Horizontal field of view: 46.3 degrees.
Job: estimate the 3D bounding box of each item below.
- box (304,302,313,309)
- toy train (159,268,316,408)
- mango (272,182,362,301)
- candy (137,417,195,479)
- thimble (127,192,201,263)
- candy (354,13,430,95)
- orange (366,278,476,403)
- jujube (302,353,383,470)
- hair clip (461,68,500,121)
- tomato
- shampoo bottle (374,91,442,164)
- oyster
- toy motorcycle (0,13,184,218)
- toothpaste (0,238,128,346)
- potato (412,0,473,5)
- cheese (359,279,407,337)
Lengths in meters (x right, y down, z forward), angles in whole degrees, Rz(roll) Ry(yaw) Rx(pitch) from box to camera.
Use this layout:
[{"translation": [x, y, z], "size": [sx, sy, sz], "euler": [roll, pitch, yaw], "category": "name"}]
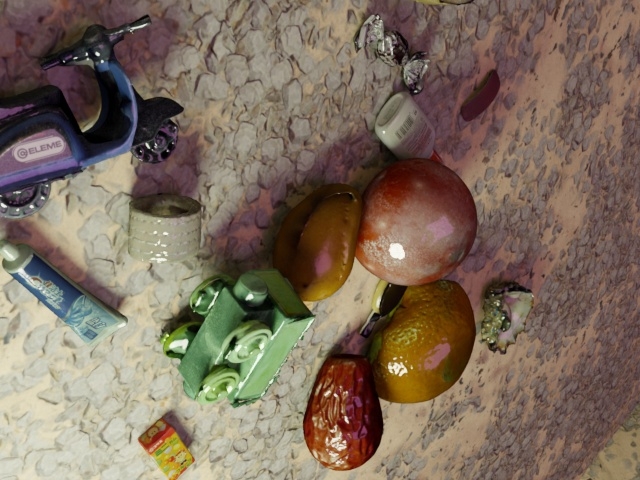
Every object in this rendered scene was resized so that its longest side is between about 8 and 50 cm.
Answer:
[{"translation": [-0.051, 0.123, 1.519], "size": [0.093, 0.015, 0.058], "euler": [-14, 119, -41], "category": "box"}, {"translation": [-0.147, 0.172, 1.315], "size": [0.188, 0.159, 0.272], "euler": [-2, 132, -48], "category": "toy train"}, {"translation": [0.000, 0.000, 1.416], "size": [0.166, 0.136, 0.236], "euler": [38, 77, -45], "category": "mango"}, {"translation": [-0.289, 0.396, 1.409], "size": [0.062, 0.038, 0.122], "euler": [-41, 135, -22], "category": "candy"}, {"translation": [-0.246, -0.017, 1.183], "size": [0.115, 0.102, 0.090], "euler": [1, 114, -14], "category": "thimble"}, {"translation": [0.144, -0.354, 1.432], "size": [0.226, 0.051, 0.094], "euler": [29, 92, -49], "category": "candy"}, {"translation": [0.260, 0.257, 1.808], "size": [0.334, 0.196, 0.263], "euler": [-50, 152, -24], "category": "orange"}, {"translation": [0.052, 0.378, 1.662], "size": [0.190, 0.190, 0.255], "euler": [-5, 98, -44], "category": "jujube"}, {"translation": [0.369, -0.327, 1.697], "size": [0.137, 0.022, 0.054], "euler": [-50, 135, -14], "category": "hair clip"}, {"translation": [0.197, -0.031, 1.524], "size": [0.270, 0.227, 0.270], "euler": [-27, 138, -27], "category": "tomato"}, {"translation": [0.193, -0.211, 1.559], "size": [0.108, 0.051, 0.221], "euler": [-57, 139, -5], "category": "shampoo bottle"}, {"translation": [0.520, 0.211, 2.100], "size": [0.198, 0.092, 0.260], "euler": [-53, 147, -10], "category": "oyster"}, {"translation": [-0.343, -0.166, 0.984], "size": [0.358, 0.125, 0.213], "euler": [-24, 124, -33], "category": "toy motorcycle"}, {"translation": [-0.393, 0.080, 1.129], "size": [0.069, 0.047, 0.268], "euler": [-60, 144, -22], "category": "toothpaste"}, {"translation": [0.214, -0.499, 1.378], "size": [0.182, 0.117, 0.202], "euler": [43, 76, -6], "category": "potato"}, {"translation": [0.139, 0.151, 1.713], "size": [0.086, 0.036, 0.162], "euler": [32, 87, -52], "category": "cheese"}]
